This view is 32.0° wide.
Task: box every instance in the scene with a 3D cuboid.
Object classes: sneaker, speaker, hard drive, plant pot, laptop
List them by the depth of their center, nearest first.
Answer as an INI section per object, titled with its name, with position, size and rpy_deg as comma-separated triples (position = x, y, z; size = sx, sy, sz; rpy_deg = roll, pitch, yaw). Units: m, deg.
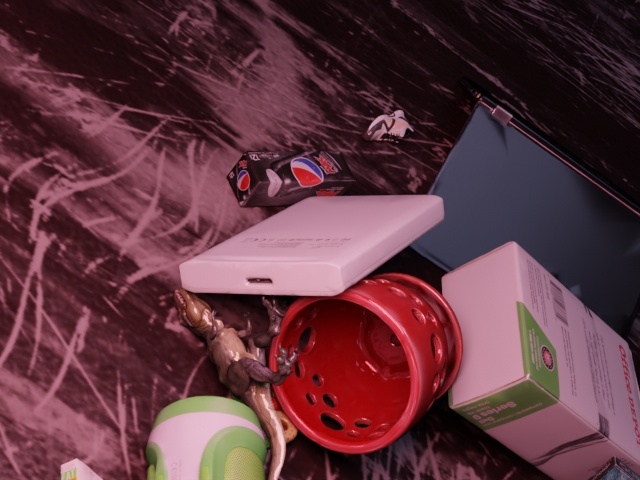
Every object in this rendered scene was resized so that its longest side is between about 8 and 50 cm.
[speaker]
position = -0.110, 0.302, 1.064
size = 0.131, 0.131, 0.297
rpy_deg = 18, 46, -25
[plant pot]
position = 0.060, 0.130, 1.294
size = 0.191, 0.191, 0.174
rpy_deg = 50, 27, 9
[hard drive]
position = 0.000, 0.000, 1.337
size = 0.307, 0.203, 0.040
rpy_deg = -30, 117, -59
[sneaker]
position = 0.105, -0.169, 1.707
size = 0.109, 0.040, 0.044
rpy_deg = -26, 75, -47
[laptop]
position = 0.335, -0.040, 1.792
size = 0.382, 0.236, 0.408
rpy_deg = 35, 13, -9

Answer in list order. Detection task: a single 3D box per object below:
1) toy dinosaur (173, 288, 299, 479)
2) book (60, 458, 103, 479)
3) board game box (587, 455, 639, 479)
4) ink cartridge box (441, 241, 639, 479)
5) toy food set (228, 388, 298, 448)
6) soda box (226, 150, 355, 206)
[toy dinosaur]
position = -0.073, 0.135, 1.221
size = 0.064, 0.118, 0.268
rpy_deg = 9, 40, -45
[book]
position = -0.205, 0.282, 1.014
size = 0.144, 0.035, 0.096
rpy_deg = -106, 170, -49
[board game box]
position = 0.396, 0.371, 1.399
size = 0.186, 0.126, 0.026
rpy_deg = 40, 20, -4
[ink cartridge box]
position = 0.291, 0.172, 1.437
size = 0.289, 0.121, 0.211
rpy_deg = 38, 38, -33
[toy food set]
position = -0.069, 0.198, 1.267
size = 0.082, 0.020, 0.083
rpy_deg = -3, 58, -40
[soda box]
position = -0.038, -0.084, 1.506
size = 0.169, 0.060, 0.053
rpy_deg = -4, 59, -40
